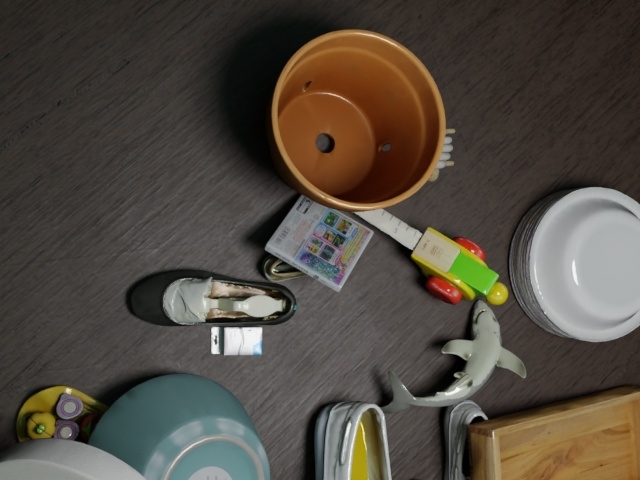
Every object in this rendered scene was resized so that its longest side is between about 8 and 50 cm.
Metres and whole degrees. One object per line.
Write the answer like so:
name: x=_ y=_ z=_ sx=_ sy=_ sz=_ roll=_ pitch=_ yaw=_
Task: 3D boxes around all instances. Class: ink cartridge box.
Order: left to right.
ink cartridge box: x=-0.143 y=0.170 z=1.724 sx=0.083 sy=0.028 sz=0.048 roll=0 pitch=89 yaw=-16

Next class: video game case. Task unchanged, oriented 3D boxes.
video game case: x=0.000 y=0.000 z=1.712 sx=0.143 sy=0.019 sz=0.157 roll=30 pitch=45 yaw=3

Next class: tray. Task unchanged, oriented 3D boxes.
tray: x=0.444 y=0.395 z=1.819 sx=0.411 sy=0.076 sz=0.203 roll=-6 pitch=93 yaw=-32

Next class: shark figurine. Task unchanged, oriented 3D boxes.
shark figurine: x=0.246 y=0.251 z=1.809 sx=0.278 sy=0.116 sz=0.166 roll=-38 pitch=66 yaw=-22

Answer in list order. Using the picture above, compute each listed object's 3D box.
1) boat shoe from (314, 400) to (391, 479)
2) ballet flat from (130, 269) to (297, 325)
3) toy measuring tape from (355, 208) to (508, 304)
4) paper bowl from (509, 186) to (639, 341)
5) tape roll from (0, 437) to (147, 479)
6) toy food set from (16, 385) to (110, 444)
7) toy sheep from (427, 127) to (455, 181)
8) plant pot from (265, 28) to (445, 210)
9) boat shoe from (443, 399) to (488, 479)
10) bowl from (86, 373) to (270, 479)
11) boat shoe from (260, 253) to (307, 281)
boat shoe: x=0.082 y=0.448 z=1.682 sx=0.136 sy=0.156 sz=0.367 roll=11 pitch=71 yaw=-36
ballet flat: x=-0.171 y=0.097 z=1.682 sx=0.280 sy=0.096 sz=0.095 roll=0 pitch=90 yaw=-16
toy measuring tape: x=0.186 y=0.022 z=1.806 sx=0.330 sy=0.121 sz=0.121 roll=31 pitch=80 yaw=9
paper bowl: x=0.502 y=0.043 z=1.860 sx=0.284 sy=0.148 sz=0.284 roll=0 pitch=90 yaw=-16
tape roll: x=-0.381 y=0.479 z=1.514 sx=0.392 sy=0.072 sz=0.392 roll=5 pitch=110 yaw=15
toy food set: x=-0.381 y=0.321 z=1.628 sx=0.218 sy=0.071 sz=0.128 roll=29 pitch=81 yaw=-15
toy sheep: x=0.195 y=-0.170 z=1.802 sx=0.091 sy=0.091 sz=0.132 roll=-3 pitch=96 yaw=-17
plant pot: x=0.033 y=-0.179 z=1.681 sx=0.290 sy=0.203 sz=0.291 roll=2 pitch=82 yaw=-18
boat shoe: x=0.279 y=0.419 z=1.807 sx=0.096 sy=0.088 sz=0.268 roll=-5 pitch=99 yaw=-15
bowl: x=-0.202 y=0.375 z=1.597 sx=0.311 sy=0.163 sz=0.312 roll=-2 pitch=93 yaw=-32
boat shoe: x=-0.006 y=0.028 z=1.744 sx=0.190 sy=0.072 sz=0.068 roll=-23 pitch=96 yaw=-16
